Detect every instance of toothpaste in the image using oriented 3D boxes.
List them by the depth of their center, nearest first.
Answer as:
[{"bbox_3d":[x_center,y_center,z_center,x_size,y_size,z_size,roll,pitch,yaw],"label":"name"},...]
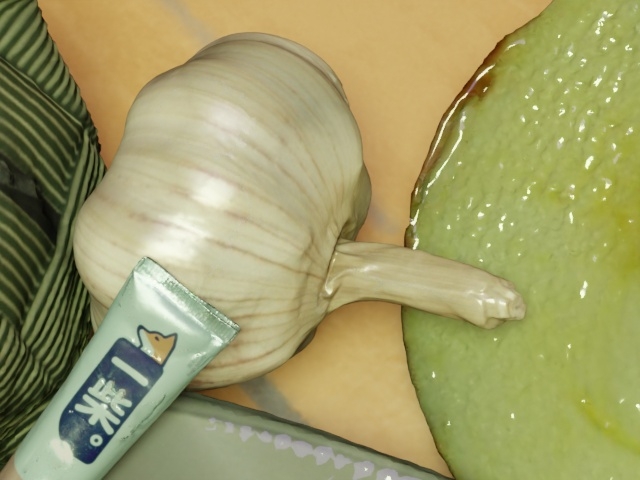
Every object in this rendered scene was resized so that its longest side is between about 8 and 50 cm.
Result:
[{"bbox_3d":[-0.120,0.100,0.716,0.056,0.036,0.205,37,106,-5],"label":"toothpaste"}]

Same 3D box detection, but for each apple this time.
[{"bbox_3d":[0.180,0.030,0.793,0.254,0.179,0.346,-10,73,-20],"label":"apple"}]

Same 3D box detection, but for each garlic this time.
[{"bbox_3d":[0.000,0.000,0.777,0.226,0.199,0.199,16,68,15],"label":"garlic"}]

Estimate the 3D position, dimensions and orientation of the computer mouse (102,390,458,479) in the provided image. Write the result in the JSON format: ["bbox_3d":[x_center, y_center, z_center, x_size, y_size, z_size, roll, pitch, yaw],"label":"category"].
[{"bbox_3d":[-0.005,0.193,0.730,0.331,0.095,0.197,19,97,10],"label":"computer mouse"}]

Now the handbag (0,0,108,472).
[{"bbox_3d":[-0.282,-0.020,0.762,0.340,0.240,0.247,6,63,1],"label":"handbag"}]
